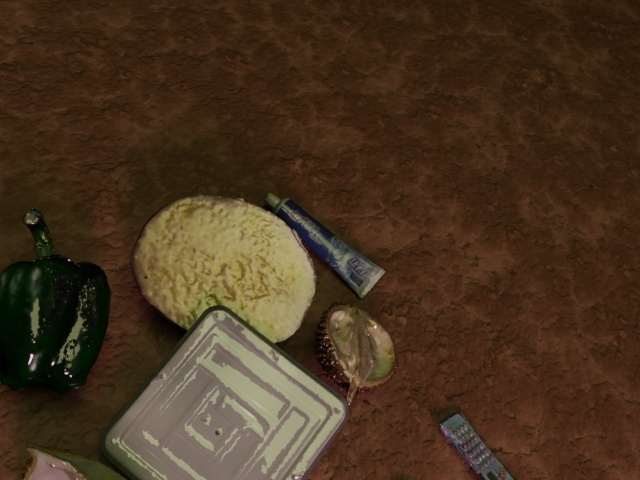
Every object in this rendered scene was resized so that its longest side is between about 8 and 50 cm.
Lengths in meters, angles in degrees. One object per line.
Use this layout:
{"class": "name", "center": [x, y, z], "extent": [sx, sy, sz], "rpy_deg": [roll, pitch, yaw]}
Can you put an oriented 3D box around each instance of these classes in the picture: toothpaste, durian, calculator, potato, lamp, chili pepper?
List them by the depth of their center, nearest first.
{"class": "durian", "center": [-0.278, 0.356, 0.824], "extent": [0.252, 0.139, 0.144], "rpy_deg": [43, 57, 11]}
{"class": "lamp", "center": [-0.133, 0.268, 0.942], "extent": [0.266, 0.047, 0.269], "rpy_deg": [36, 73, 7]}
{"class": "chili pepper", "center": [-0.390, 0.085, 0.948], "extent": [0.165, 0.174, 0.261], "rpy_deg": [8, 60, -20]}
{"class": "potato", "center": [-0.152, 0.053, 1.080], "extent": [0.299, 0.116, 0.239], "rpy_deg": [22, 76, -1]}
{"class": "durian", "center": [0.046, 0.196, 1.083], "extent": [0.148, 0.091, 0.188], "rpy_deg": [25, 39, -18]}
{"class": "calculator", "center": [0.269, 0.363, 1.088], "extent": [0.057, 0.018, 0.172], "rpy_deg": [-21, 63, -38]}
{"class": "toothpaste", "center": [-0.001, 0.001, 1.238], "extent": [0.268, 0.047, 0.069], "rpy_deg": [40, 40, 5]}
